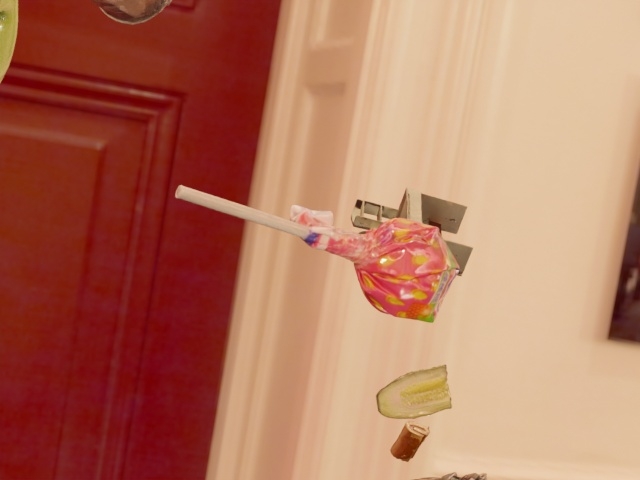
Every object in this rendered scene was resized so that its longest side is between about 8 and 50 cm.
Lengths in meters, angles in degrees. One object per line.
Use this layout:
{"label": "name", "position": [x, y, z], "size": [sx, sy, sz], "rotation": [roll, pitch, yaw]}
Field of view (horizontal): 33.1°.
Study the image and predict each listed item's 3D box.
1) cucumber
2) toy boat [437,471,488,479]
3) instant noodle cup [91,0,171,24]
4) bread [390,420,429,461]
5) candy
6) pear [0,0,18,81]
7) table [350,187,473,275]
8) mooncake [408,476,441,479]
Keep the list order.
{"label": "cucumber", "position": [0.129, 0.215, 1.516], "size": [0.107, 0.067, 0.035], "rotation": [-11, 8, -7]}
{"label": "toy boat", "position": [0.178, 0.323, 1.365], "size": [0.055, 0.060, 0.141], "rotation": [-34, -11, -30]}
{"label": "instant noodle cup", "position": [-0.434, -0.578, 2.240], "size": [0.217, 0.217, 0.207], "rotation": [11, 1, 19]}
{"label": "bread", "position": [0.161, 0.364, 1.945], "size": [0.047, 0.083, 0.036], "rotation": [20, 38, -4]}
{"label": "candy", "position": [0.000, 0.000, 1.227], "size": [0.365, 0.124, 0.124], "rotation": [17, -1, -29]}
{"label": "pear", "position": [-0.616, -0.353, 1.733], "size": [0.238, 0.342, 0.318], "rotation": [9, 44, -8]}
{"label": "table", "position": [0.138, -0.022, 1.652], "size": [0.175, 0.062, 0.146], "rotation": [15, 26, -4]}
{"label": "mooncake", "position": [0.169, 0.558, 1.861], "size": [0.161, 0.290, 0.290], "rotation": [-18, -7, 21]}
